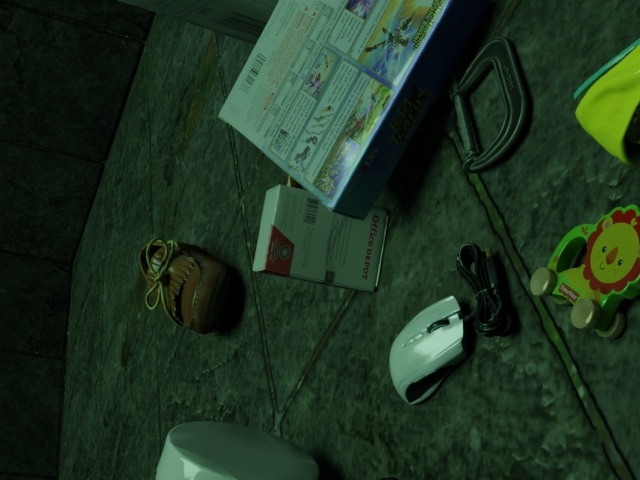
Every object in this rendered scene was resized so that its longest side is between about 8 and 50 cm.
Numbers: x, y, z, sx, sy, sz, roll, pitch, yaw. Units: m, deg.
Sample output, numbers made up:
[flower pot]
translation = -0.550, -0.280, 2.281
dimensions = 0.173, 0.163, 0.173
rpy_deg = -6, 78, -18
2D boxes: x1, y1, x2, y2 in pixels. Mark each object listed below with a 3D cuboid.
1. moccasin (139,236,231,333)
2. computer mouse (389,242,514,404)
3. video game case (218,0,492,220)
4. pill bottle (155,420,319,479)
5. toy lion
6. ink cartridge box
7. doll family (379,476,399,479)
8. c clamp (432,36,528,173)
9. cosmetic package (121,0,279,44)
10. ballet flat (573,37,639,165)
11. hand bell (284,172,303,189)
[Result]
[moccasin]
translation = -0.250, 0.066, 1.620
dimensions = 0.380, 0.147, 0.139
rpy_deg = -137, 62, -65
[computer mouse]
translation = 0.108, 0.090, 0.861
dimensions = 0.193, 0.042, 0.106
rpy_deg = 124, 149, -42
[video game case]
translation = 0.027, -0.197, 1.026
dimensions = 0.244, 0.061, 0.269
rpy_deg = 42, 108, 42
[pill bottle]
translation = -0.137, 0.424, 1.029
dimensions = 0.229, 0.229, 0.407
rpy_deg = -149, 73, -68
[toy lion]
translation = 0.208, 0.016, 0.678
dimensions = 0.096, 0.034, 0.100
rpy_deg = -65, 23, 11
[ink cartridge box]
translation = 0.000, 0.000, 1.055
dimensions = 0.056, 0.135, 0.099
rpy_deg = 167, 114, -70
[doll family]
translation = 0.060, 0.298, 0.833
dimensions = 0.193, 0.076, 0.111
rpy_deg = -57, 25, 32
[c clamp]
translation = 0.154, -0.126, 0.905
dimensions = 0.137, 0.022, 0.160
rpy_deg = -54, 30, 36
[cosmetic package]
translation = -0.132, -0.545, 1.428
dimensions = 0.329, 0.328, 0.393
rpy_deg = -165, 89, -69
[ballet flat]
translation = 0.256, -0.131, 0.600
dimensions = 0.231, 0.077, 0.077
rpy_deg = -54, 52, 50
[hand bell]
translation = -0.039, -0.107, 1.289
dimensions = 0.126, 0.126, 0.242
rpy_deg = -162, 74, -68
